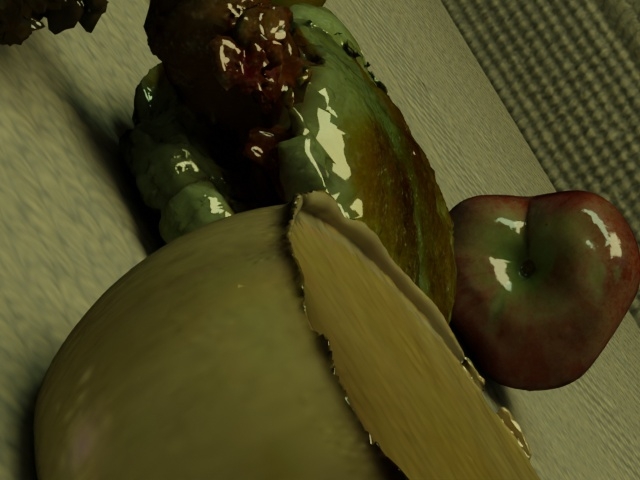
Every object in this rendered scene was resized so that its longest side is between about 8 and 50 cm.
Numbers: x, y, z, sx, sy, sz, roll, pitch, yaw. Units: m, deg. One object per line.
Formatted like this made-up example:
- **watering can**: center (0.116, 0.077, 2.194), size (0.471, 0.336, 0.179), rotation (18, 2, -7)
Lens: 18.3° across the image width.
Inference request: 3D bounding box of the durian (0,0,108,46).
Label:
- **durian**: center (-0.107, -0.140, 0.565), size (0.167, 0.196, 0.196), rotation (41, 18, -40)

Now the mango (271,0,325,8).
- **mango**: center (-0.062, -0.187, 1.198), size (0.195, 0.092, 0.130), rotation (35, 25, -53)

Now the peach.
- **peach**: center (0.152, 0.028, 1.417), size (0.152, 0.152, 0.152), rotation (54, 10, -15)

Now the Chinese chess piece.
- **Chinese chess piece**: center (0.020, 0.109, 0.625), size (0.257, 0.104, 0.257), rotation (54, 11, -15)

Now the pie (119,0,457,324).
- **pie**: center (0.004, 0.009, 0.931), size (0.274, 0.105, 0.257), rotation (1, 71, -75)
